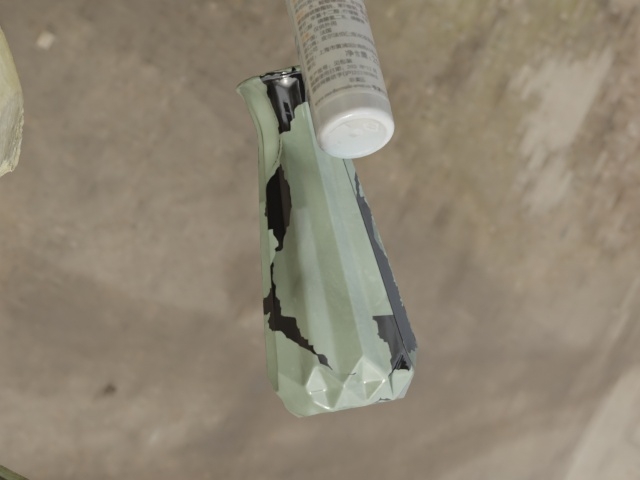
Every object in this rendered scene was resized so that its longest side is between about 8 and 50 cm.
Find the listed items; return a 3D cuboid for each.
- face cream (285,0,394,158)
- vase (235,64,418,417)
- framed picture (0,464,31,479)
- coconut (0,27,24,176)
[{"bbox_3d":[0.012,-0.211,1.773,0.082,0.082,0.269,91,-10,-56],"label":"face cream"},{"bbox_3d":[0.000,0.000,1.849,0.165,0.165,0.360,4,75,-71],"label":"vase"},{"bbox_3d":[-0.358,0.278,1.541,0.016,0.273,0.216,46,70,-31],"label":"framed picture"},{"bbox_3d":[-0.433,-0.137,1.670,0.297,0.255,0.297,-28,-175,2],"label":"coconut"}]
